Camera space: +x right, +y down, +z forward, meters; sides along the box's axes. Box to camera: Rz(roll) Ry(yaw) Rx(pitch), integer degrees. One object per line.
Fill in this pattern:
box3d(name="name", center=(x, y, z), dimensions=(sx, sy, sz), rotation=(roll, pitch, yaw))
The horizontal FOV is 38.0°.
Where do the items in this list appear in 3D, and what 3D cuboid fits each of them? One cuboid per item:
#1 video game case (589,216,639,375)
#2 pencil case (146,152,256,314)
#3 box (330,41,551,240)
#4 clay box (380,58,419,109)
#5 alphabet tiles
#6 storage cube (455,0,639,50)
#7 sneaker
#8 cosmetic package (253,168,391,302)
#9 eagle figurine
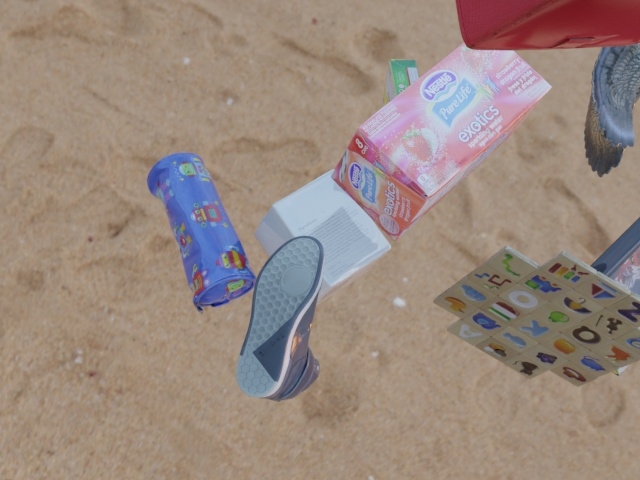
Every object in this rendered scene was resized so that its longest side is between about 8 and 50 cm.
box3d(name="video game case", center=(0.540, 0.057, 1.509), dimensions=(0.275, 0.248, 0.035), rotation=(-42, 43, -10))
box3d(name="pencil case", center=(-0.224, -0.014, 1.729), dimensions=(0.119, 0.133, 0.306), rotation=(-10, 61, -30))
box3d(name="box", center=(0.178, -0.160, 1.370), dimensions=(0.142, 0.154, 0.300), rotation=(46, 63, 7))
box3d(name="clay box", center=(0.141, -0.203, 1.693), dimensions=(0.053, 0.222, 0.127), rotation=(0, 50, -6))
box3d(name="alphabet tiles", center=(0.342, 0.123, 1.414), dimensions=(0.285, 0.342, 0.011), rotation=(30, 59, -7))
box3d(name="storage cube", center=(0.220, -0.257, 0.685), dimensions=(0.215, 0.193, 0.183), rotation=(-7, 86, -26))
box3d(name="sneaker", center=(-0.039, 0.114, 1.284), dimensions=(0.086, 0.163, 0.226), rotation=(17, 79, 19))
box3d(name="cosmetic package", center=(0.000, 0.000, 1.708), dimensions=(0.151, 0.151, 0.183), rotation=(-31, 82, -26))
box3d(name="eagle figurine", center=(0.567, -0.290, 1.690), dimensions=(0.226, 0.298, 0.225), rotation=(44, 0, -28))
